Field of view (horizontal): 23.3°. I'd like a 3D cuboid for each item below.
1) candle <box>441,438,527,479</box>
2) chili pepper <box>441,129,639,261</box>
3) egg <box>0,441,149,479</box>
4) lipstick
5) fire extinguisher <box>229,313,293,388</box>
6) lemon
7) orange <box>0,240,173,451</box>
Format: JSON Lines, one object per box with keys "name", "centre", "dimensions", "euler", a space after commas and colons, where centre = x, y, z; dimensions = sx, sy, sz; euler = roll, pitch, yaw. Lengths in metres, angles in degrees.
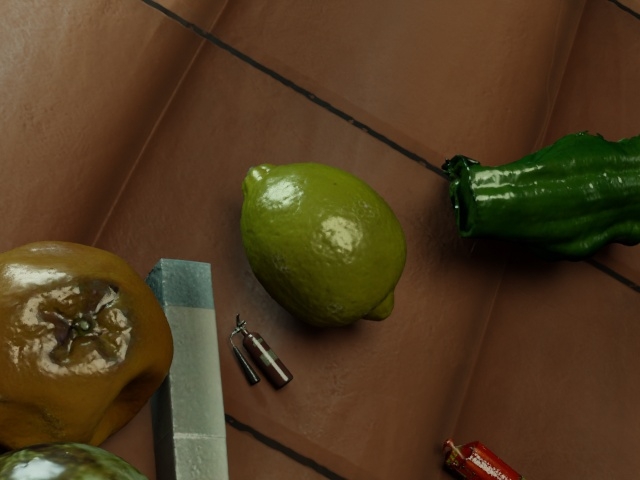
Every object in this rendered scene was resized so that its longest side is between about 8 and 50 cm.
{"name": "candle", "centre": [0.204, 0.286, 1.902], "dimensions": [0.131, 0.052, 0.052], "euler": [37, 52, -3]}
{"name": "chili pepper", "centre": [0.306, -0.050, 2.061], "dimensions": [0.385, 0.213, 0.167], "euler": [-4, 77, -36]}
{"name": "egg", "centre": [-0.277, 0.324, 1.503], "dimensions": [0.289, 0.238, 0.238], "euler": [-26, 77, -24]}
{"name": "lipstick", "centre": [-0.152, 0.177, 1.763], "dimensions": [0.068, 0.066, 0.317], "euler": [7, 60, -25]}
{"name": "fire extinguisher", "centre": [-0.080, 0.139, 1.854], "dimensions": [0.046, 0.032, 0.100], "euler": [-40, 85, -4]}
{"name": "lemon", "centre": [0.000, 0.000, 1.879], "dimensions": [0.248, 0.184, 0.184], "euler": [45, 52, 1]}
{"name": "orange", "centre": [-0.279, 0.104, 1.663], "dimensions": [0.249, 0.183, 0.249], "euler": [14, 58, -23]}
